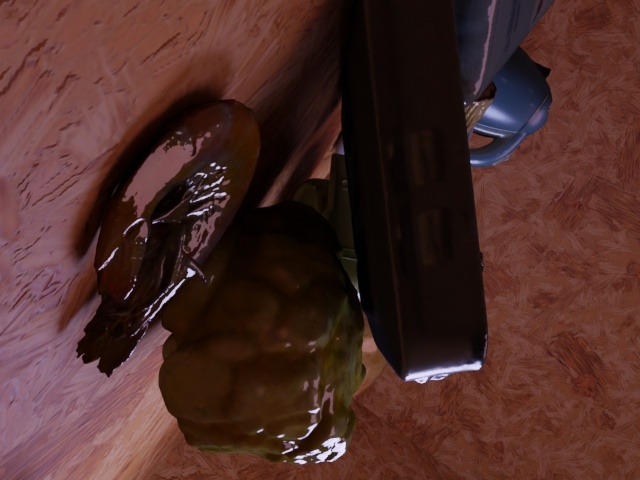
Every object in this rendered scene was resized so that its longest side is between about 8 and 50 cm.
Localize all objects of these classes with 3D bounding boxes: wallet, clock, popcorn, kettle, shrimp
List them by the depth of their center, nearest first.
[{"bbox_3d":[-0.122,0.002,0.469,0.248,0.068,0.150,-61,162,18],"label":"shrimp"},{"bbox_3d":[0.238,-0.344,0.717,0.360,0.083,0.252,-51,152,-33],"label":"wallet"},{"bbox_3d":[-0.052,0.116,0.777,0.292,0.294,0.334,-54,-168,6],"label":"popcorn"},{"bbox_3d":[0.000,0.000,1.072,0.308,0.096,0.234,151,-54,-65],"label":"clock"},{"bbox_3d":[0.384,-0.353,1.522,0.319,0.342,0.247,-54,177,4],"label":"kettle"}]

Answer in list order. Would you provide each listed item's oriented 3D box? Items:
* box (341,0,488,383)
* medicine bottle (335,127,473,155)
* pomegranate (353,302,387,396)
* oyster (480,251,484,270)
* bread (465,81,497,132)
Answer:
[{"bbox_3d":[0.092,-0.053,0.729,0.396,0.111,0.396,72,12,-84],"label":"box"},{"bbox_3d":[0.196,-0.227,1.261,0.371,0.211,0.211,-52,176,-44],"label":"medicine bottle"},{"bbox_3d":[-0.001,0.193,1.514,0.411,0.412,0.411,-54,176,-5],"label":"pomegranate"},{"bbox_3d":[0.184,0.054,0.831,0.045,0.121,0.146,-5,141,-27],"label":"oyster"},{"bbox_3d":[0.168,-0.237,0.970,0.132,0.191,0.114,-43,166,-45],"label":"bread"}]
